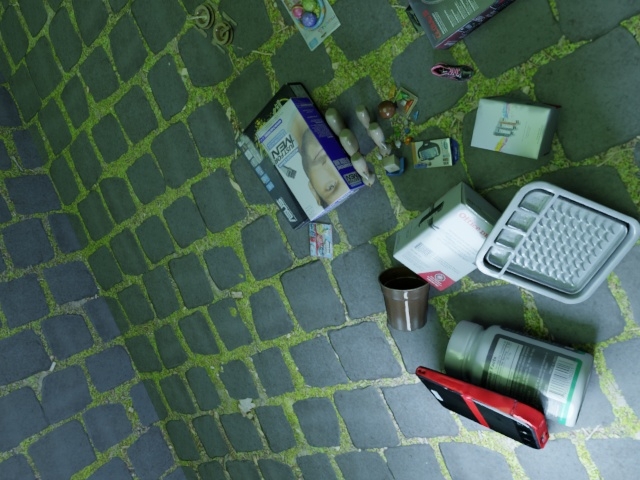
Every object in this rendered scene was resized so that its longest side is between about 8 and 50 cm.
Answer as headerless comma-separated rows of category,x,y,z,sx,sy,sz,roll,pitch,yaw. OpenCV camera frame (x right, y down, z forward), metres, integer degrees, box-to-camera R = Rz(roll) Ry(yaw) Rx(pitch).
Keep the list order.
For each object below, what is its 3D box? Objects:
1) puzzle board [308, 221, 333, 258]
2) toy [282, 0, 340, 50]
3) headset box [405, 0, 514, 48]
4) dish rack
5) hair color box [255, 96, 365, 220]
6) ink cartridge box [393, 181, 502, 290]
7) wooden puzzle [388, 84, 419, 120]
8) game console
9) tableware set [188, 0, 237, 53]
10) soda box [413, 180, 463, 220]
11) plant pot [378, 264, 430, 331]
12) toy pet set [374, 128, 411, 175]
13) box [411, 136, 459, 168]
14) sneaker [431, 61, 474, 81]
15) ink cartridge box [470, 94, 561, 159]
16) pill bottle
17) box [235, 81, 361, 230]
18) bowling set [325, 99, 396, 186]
puzzle board,0.000,0.000,1.888,0.097,0.011,0.128,8,111,34
toy,-0.054,-0.733,1.647,0.137,0.056,0.237,-30,87,40
headset box,0.351,-0.648,1.346,0.293,0.110,0.218,-28,89,38
dish rack,0.591,0.001,1.345,0.333,0.072,0.285,21,120,-6
hair color box,-0.035,-0.255,1.648,0.185,0.110,0.338,-37,85,35
ink cartridge box,0.373,-0.007,1.500,0.197,0.114,0.273,35,130,-16
wooden puzzle,0.246,-0.409,1.567,0.116,0.014,0.078,33,122,22
game console,0.476,0.483,1.532,0.342,0.060,0.386,18,159,34
tableware set,-0.389,-0.772,1.887,0.194,0.039,0.128,45,126,16
soda box,0.362,-0.094,1.559,0.058,0.063,0.183,53,129,8
plant pot,0.271,0.186,1.671,0.167,0.167,0.165,10,120,33
toy pet set,0.233,-0.262,1.613,0.122,0.065,0.114,-15,61,36
box,0.336,-0.256,1.546,0.136,0.028,0.081,0,105,38
sneaker,0.356,-0.460,1.442,0.120,0.057,0.047,16,112,30
ink cartridge box,0.497,-0.293,1.351,0.176,0.128,0.127,21,117,30
pill bottle,0.551,0.359,1.487,0.361,0.204,0.204,16,114,31
box,-0.079,-0.282,1.794,0.318,0.097,0.394,-38,83,39
bowling set,0.155,-0.308,1.579,0.200,0.154,0.286,-27,53,9
